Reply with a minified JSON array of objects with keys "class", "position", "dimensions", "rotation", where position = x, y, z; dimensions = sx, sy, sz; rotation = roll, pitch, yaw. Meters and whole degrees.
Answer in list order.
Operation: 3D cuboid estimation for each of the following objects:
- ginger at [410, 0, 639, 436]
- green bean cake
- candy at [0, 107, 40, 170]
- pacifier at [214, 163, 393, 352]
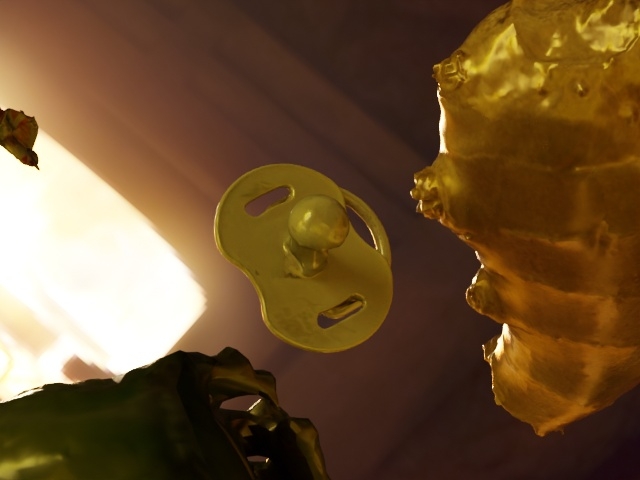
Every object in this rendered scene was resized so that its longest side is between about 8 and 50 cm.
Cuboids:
[{"class":"ginger","position":[0.184,-0.021,1.040],"dimensions":[0.166,0.236,0.375],"rotation":[60,-2,24]},{"class":"green bean cake","position":[-0.060,0.246,0.681],"dimensions":[0.335,0.218,0.319],"rotation":[71,1,-56]},{"class":"candy","position":[-0.236,-0.081,1.079],"dimensions":[0.182,0.046,0.053],"rotation":[19,70,-48]},{"class":"pacifier","position":[0.000,0.000,0.682],"dimensions":[0.083,0.068,0.064],"rotation":[58,-21,11]}]
